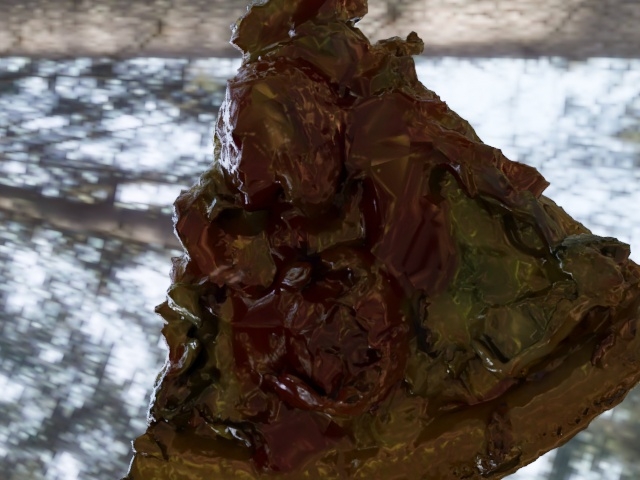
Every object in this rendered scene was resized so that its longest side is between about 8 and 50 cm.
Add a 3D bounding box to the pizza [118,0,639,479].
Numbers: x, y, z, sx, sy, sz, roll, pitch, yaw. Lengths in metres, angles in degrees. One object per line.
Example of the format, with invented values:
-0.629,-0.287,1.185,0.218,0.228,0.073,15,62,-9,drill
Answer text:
0.000,0.000,0.646,0.201,0.053,0.193,-27,-102,13,pizza
